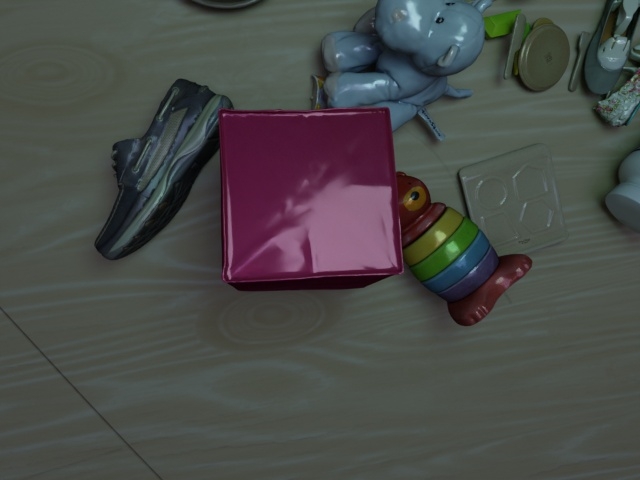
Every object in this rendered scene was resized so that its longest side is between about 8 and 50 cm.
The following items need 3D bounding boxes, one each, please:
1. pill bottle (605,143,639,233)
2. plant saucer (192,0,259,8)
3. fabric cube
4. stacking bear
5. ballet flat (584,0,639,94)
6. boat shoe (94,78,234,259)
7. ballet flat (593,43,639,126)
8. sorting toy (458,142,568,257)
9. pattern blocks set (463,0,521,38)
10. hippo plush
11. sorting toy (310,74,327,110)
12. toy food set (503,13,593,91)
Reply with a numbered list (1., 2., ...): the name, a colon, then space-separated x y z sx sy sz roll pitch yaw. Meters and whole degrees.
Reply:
1. pill bottle: 0.727 -0.159 0.901 0.323 0.181 0.181 -44 102 2
2. plant saucer: -0.172 -0.545 0.806 0.278 0.041 0.277 -1 100 -7
3. fabric cube: -0.029 -0.048 0.766 0.259 0.258 0.254 -1 82 -6
4. stacking bear: 0.219 -0.003 0.888 0.175 0.164 0.289 -43 91 -10
5. ballet flat: 0.562 -0.390 0.886 0.072 0.068 0.213 15 90 6
6. boat shoe: -0.298 -0.130 0.835 0.130 0.132 0.355 35 86 -1
7. ballet flat: 0.631 -0.337 0.914 0.077 0.091 0.241 35 90 22
8. sorting toy: 0.396 -0.074 0.957 0.193 0.038 0.208 -18 97 -3
9. pattern blocks set: 0.312 -0.527 0.868 0.325 0.026 0.285 -8 101 -5
10. hippo plush: 0.147 -0.284 0.765 0.294 0.236 0.234 34 80 -10
11. sorting toy: 0.020 -0.268 0.882 0.075 0.045 0.083 0 101 -26
12. toy food set: 0.432 -0.361 0.908 0.192 0.038 0.132 2 107 -22
